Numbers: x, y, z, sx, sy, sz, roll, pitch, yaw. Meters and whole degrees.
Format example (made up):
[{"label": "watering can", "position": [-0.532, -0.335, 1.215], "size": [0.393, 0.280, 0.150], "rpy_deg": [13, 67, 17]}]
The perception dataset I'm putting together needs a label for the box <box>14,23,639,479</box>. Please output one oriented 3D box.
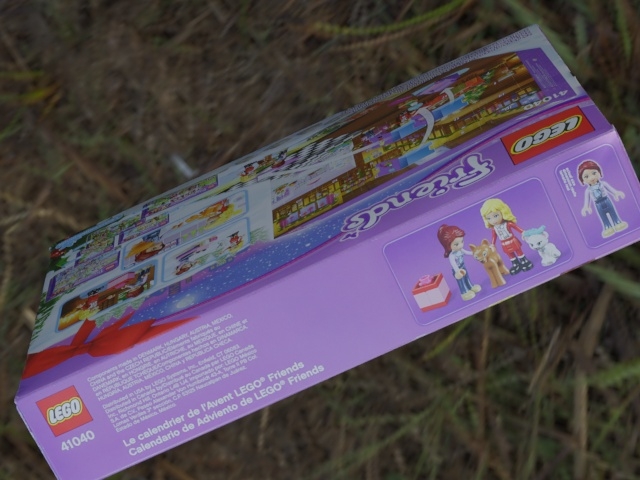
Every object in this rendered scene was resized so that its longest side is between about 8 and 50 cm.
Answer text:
[{"label": "box", "position": [0.000, 0.000, 0.862], "size": [0.293, 0.201, 0.057], "rpy_deg": [-24, 109, 6]}]
